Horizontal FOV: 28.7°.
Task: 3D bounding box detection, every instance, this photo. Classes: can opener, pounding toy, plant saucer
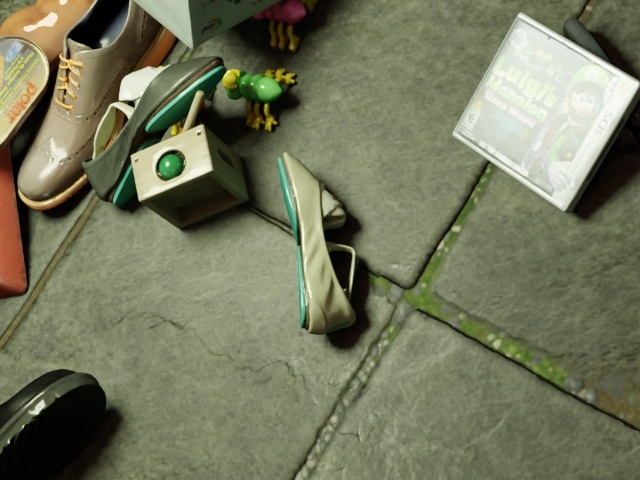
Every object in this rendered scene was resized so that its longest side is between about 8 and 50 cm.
[{"bbox_3d":[0.340,-0.196,1.493,0.073,0.059,0.186,-30,62,12],"label":"can opener"},{"bbox_3d":[-0.171,-0.103,1.636,0.130,0.141,0.100,-22,64,15],"label":"pounding toy"},{"bbox_3d":[-0.554,-0.033,1.789,0.258,0.047,0.259,-9,88,21],"label":"plant saucer"}]

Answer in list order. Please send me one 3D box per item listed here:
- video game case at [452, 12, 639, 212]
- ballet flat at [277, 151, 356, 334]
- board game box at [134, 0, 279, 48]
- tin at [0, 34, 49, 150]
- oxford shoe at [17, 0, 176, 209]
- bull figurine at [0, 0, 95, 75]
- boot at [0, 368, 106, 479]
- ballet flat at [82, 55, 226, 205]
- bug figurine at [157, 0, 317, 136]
[{"bbox_3d":[0.268,-0.154,1.493,0.190,0.022,0.173,39,110,34],"label":"video game case"},{"bbox_3d":[0.000,0.000,1.569,0.086,0.086,0.248,-16,67,18],"label":"ballet flat"},{"bbox_3d":[-0.119,-0.409,1.683,0.303,0.097,0.224,-34,57,-24],"label":"board game box"},{"bbox_3d":[-0.453,-0.197,1.738,0.106,0.040,0.190,32,73,5],"label":"tin"},{"bbox_3d":[-0.338,-0.217,1.757,0.130,0.133,0.364,23,82,28],"label":"oxford shoe"},{"bbox_3d":[-0.450,-0.286,1.851,0.310,0.101,0.188,-40,59,6],"label":"bull figurine"},{"bbox_3d":[-0.469,0.225,1.653,0.348,0.131,0.260,-41,60,6],"label":"boot"},{"bbox_3d":[-0.237,-0.164,1.661,0.096,0.095,0.280,47,119,9],"label":"ballet flat"},{"bbox_3d":[-0.124,-0.272,1.719,0.216,0.072,0.279,12,76,27],"label":"bug figurine"}]
